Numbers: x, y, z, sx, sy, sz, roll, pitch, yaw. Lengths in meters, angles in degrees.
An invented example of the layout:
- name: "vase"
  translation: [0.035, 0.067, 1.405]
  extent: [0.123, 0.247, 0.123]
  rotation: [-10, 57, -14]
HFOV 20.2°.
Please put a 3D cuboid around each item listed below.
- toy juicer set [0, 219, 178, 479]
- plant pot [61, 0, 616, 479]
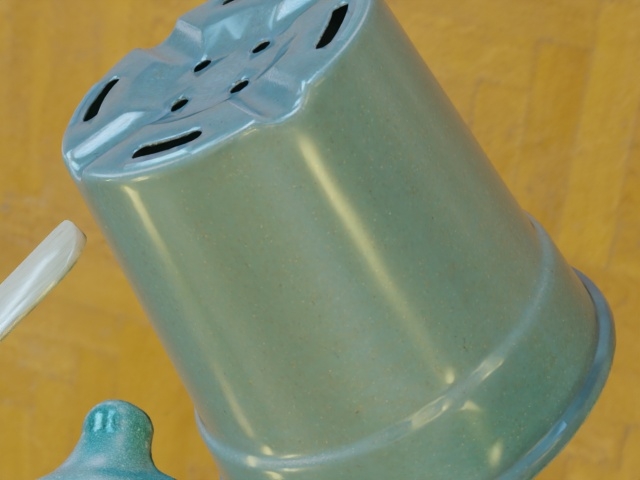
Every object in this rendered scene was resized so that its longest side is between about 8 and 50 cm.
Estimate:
- name: "toy juicer set"
  translation: [-0.134, 0.170, 0.756]
  extent: [0.209, 0.089, 0.329]
  rotation: [-30, 52, 5]
- name: "plant pot"
  translation: [0.000, 0.000, 1.330]
  extent: [0.341, 0.341, 0.334]
  rotation: [-14, 122, 28]
